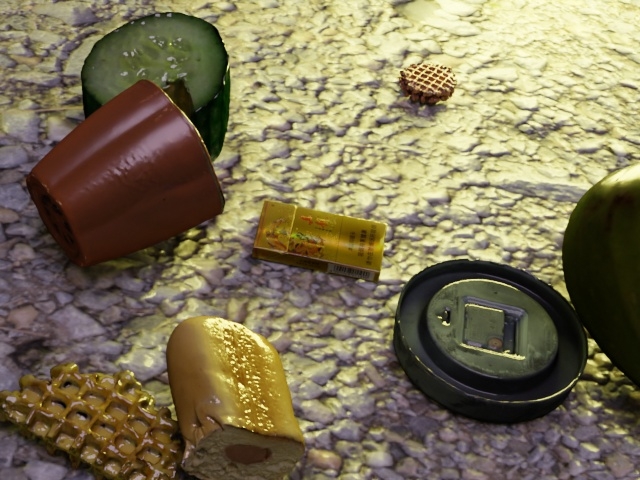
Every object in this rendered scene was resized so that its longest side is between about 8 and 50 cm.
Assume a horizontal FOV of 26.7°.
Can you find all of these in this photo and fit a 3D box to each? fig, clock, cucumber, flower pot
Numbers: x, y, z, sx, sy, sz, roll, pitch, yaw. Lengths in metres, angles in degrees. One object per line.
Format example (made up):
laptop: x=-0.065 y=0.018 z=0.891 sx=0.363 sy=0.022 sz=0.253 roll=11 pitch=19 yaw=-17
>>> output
fig: x=0.423 y=0.055 z=1.508 sx=0.316 sy=0.316 sz=0.316 roll=7 pitch=44 yaw=-6
clock: x=0.193 y=0.113 z=1.547 sx=0.226 sy=0.049 sz=0.226 roll=6 pitch=43 yaw=-6
cucumber: x=-0.204 y=-0.194 z=1.713 sx=0.191 sy=0.130 sz=0.191 roll=3 pitch=44 yaw=-3
flower pot: x=-0.232 y=-0.063 z=1.547 sx=0.173 sy=0.190 sz=0.190 roll=-33 pitch=59 yaw=-19

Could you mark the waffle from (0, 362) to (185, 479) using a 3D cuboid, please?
waffle: x=-0.226 y=0.197 z=1.366 sx=0.160 sy=0.046 sz=0.192 roll=-15 pitch=50 yaw=-29

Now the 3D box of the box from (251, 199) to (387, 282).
box: x=0.000 y=0.000 z=1.633 sx=0.156 sy=0.022 sz=0.089 roll=13 pitch=43 yaw=0

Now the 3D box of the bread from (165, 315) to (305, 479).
bread: x=-0.095 y=0.167 z=1.389 sx=0.134 sy=0.085 sz=0.173 roll=19 pitch=36 yaw=-32

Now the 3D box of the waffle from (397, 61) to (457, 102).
waffle: x=0.149 y=-0.221 z=1.887 sx=0.083 sy=0.029 sz=0.075 roll=-2 pitch=43 yaw=-10
